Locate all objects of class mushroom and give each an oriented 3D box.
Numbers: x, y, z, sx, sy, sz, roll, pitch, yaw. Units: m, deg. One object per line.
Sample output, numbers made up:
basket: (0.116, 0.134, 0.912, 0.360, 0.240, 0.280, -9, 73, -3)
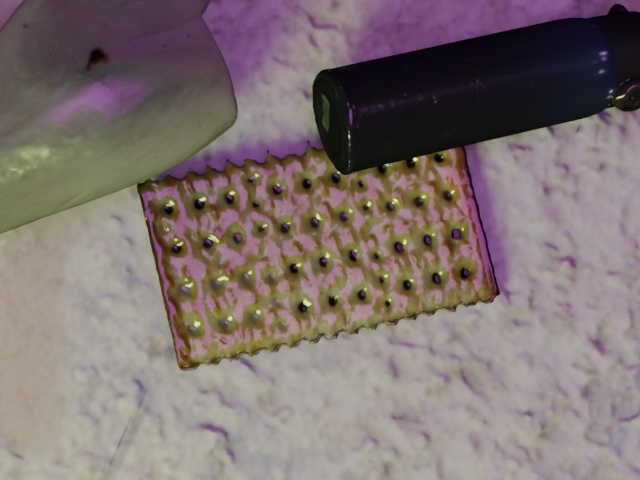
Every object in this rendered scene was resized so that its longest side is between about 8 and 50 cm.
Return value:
mushroom: (-0.205, -0.074, 1.256, 0.328, 0.122, 0.159, -30, 56, -10)

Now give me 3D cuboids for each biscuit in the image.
biscuit: (0.000, 0.000, 1.321, 0.231, 0.016, 0.139, -13, 89, -10)

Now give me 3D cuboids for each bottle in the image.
bottle: (0.120, -0.104, 1.309, 0.244, 0.072, 0.082, -15, 55, -16)
